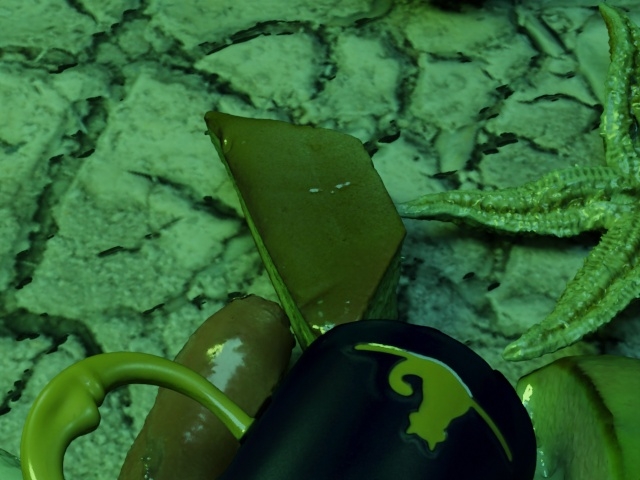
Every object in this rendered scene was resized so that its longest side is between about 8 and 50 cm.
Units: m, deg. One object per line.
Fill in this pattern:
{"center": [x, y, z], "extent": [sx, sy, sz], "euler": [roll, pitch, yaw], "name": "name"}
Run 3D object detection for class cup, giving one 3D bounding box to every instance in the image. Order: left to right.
{"center": [-0.014, 0.144, 0.940], "extent": [0.178, 0.255, 0.256], "euler": [-22, 22, 39], "name": "cup"}

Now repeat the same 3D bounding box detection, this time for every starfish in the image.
{"center": [0.233, -0.043, 1.210], "extent": [0.358, 0.078, 0.347], "euler": [-2, 52, 9], "name": "starfish"}

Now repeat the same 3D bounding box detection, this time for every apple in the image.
{"center": [0.229, 0.167, 1.013], "extent": [0.193, 0.120, 0.265], "euler": [11, 42, -10], "name": "apple"}

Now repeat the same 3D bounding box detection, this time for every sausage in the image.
{"center": [-0.091, 0.170, 1.044], "extent": [0.087, 0.079, 0.326], "euler": [-16, 41, 36], "name": "sausage"}

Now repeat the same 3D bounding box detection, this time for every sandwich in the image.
{"center": [0.000, 0.000, 1.167], "extent": [0.096, 0.094, 0.258], "euler": [-16, 52, -10], "name": "sandwich"}

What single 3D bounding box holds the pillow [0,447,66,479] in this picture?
{"center": [-0.252, 0.171, 1.064], "extent": [0.229, 0.051, 0.128], "euler": [23, 53, 20], "name": "pillow"}
